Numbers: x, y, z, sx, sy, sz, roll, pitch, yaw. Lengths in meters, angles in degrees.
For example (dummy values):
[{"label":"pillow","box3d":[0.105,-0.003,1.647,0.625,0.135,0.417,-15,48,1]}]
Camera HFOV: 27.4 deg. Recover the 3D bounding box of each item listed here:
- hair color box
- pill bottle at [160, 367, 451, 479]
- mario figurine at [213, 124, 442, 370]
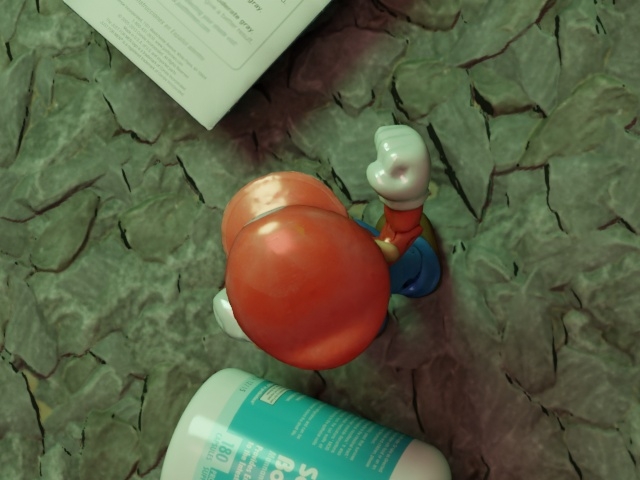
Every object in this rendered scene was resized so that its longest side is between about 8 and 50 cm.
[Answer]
[{"label":"hair color box","box3d":[-0.044,-0.284,1.140,0.174,0.105,0.347,42,99,-17]},{"label":"pill bottle","box3d":[0.009,0.216,1.103,0.264,0.146,0.146,19,91,16]},{"label":"mario figurine","box3d":[0.000,0.000,1.029,0.170,0.320,0.198,17,90,15]}]
